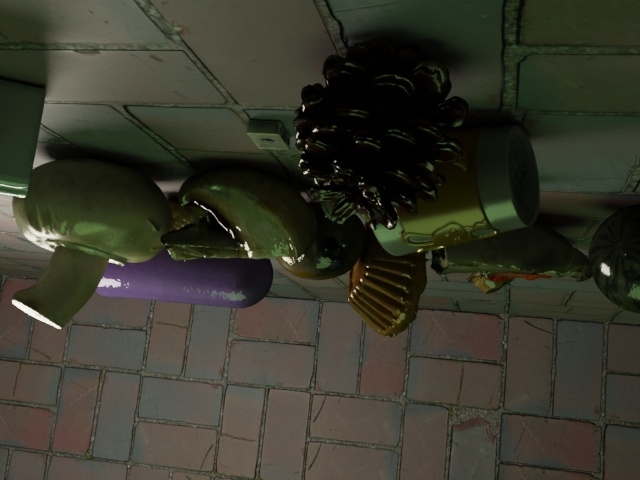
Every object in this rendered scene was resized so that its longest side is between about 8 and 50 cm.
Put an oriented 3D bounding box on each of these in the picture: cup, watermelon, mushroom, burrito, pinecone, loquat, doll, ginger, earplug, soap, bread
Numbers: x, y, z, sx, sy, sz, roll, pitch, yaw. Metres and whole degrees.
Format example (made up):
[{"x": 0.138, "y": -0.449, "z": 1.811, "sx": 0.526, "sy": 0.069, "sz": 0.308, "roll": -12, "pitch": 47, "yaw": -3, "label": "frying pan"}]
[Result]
[{"x": 0.178, "y": -0.086, "z": 1.169, "sx": 0.226, "sy": 0.186, "sz": 0.241, "roll": -7, "pitch": 161, "yaw": 31, "label": "cup"}, {"x": 0.600, "y": 0.033, "z": 1.483, "sx": 0.212, "sy": 0.212, "sz": 0.212, "roll": 6, "pitch": 169, "yaw": 1, "label": "watermelon"}, {"x": -0.157, "y": -0.072, "z": 1.601, "sx": 0.291, "sy": 0.212, "sz": 0.217, "roll": -12, "pitch": -153, "yaw": 26, "label": "mushroom"}, {"x": 0.396, "y": 0.016, "z": 1.686, "sx": 0.331, "sy": 0.135, "sz": 0.190, "roll": 6, "pitch": 173, "yaw": -7, "label": "burrito"}, {"x": 0.070, "y": -0.116, "z": 0.975, "sx": 0.221, "sy": 0.222, "sz": 0.221, "roll": 6, "pitch": 169, "yaw": 1, "label": "pinecone"}, {"x": 0.000, "y": 0.000, "z": 1.736, "sx": 0.179, "sy": 0.179, "sz": 0.227, "roll": 15, "pitch": 168, "yaw": -40, "label": "loquat"}, {"x": 0.041, "y": -0.080, "z": 1.575, "sx": 0.084, "sy": 0.073, "sz": 0.127, "roll": -24, "pitch": 177, "yaw": -20, "label": "doll"}, {"x": -0.485, "y": -0.037, "z": 1.621, "sx": 0.356, "sy": 0.315, "sz": 0.315, "roll": -27, "pitch": 176, "yaw": -13, "label": "mushroom"}, {"x": -0.329, "y": -0.050, "z": 1.922, "sx": 0.131, "sy": 0.086, "sz": 0.294, "roll": -7, "pitch": 176, "yaw": 7, "label": "ginger"}, {"x": -0.344, "y": 0.070, "z": 2.091, "sx": 0.455, "sy": 0.215, "sz": 0.215, "roll": 8, "pitch": 170, "yaw": 11, "label": "earplug"}, {"x": -0.549, "y": -0.167, "z": 1.177, "sx": 0.265, "sy": 0.160, "sz": 0.087, "roll": 10, "pitch": 168, "yaw": -19, "label": "soap"}, {"x": 0.145, "y": 0.069, "z": 1.763, "sx": 0.149, "sy": 0.274, "sz": 0.274, "roll": 15, "pitch": 168, "yaw": -9, "label": "bread"}]

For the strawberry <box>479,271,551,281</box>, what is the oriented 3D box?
[{"x": 0.474, "y": 0.036, "z": 1.863, "sx": 0.228, "sy": 0.098, "sz": 0.174, "roll": -1, "pitch": 168, "yaw": 18, "label": "strawberry"}]

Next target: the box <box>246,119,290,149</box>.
[{"x": -0.082, "y": -0.167, "z": 1.286, "sx": 0.054, "sy": 0.024, "sz": 0.083, "roll": 6, "pitch": 171, "yaw": 11, "label": "box"}]

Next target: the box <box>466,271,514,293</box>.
[{"x": 0.445, "y": 0.088, "z": 2.131, "sx": 0.111, "sy": 0.111, "sz": 0.177, "roll": 5, "pitch": 169, "yaw": 4, "label": "box"}]
